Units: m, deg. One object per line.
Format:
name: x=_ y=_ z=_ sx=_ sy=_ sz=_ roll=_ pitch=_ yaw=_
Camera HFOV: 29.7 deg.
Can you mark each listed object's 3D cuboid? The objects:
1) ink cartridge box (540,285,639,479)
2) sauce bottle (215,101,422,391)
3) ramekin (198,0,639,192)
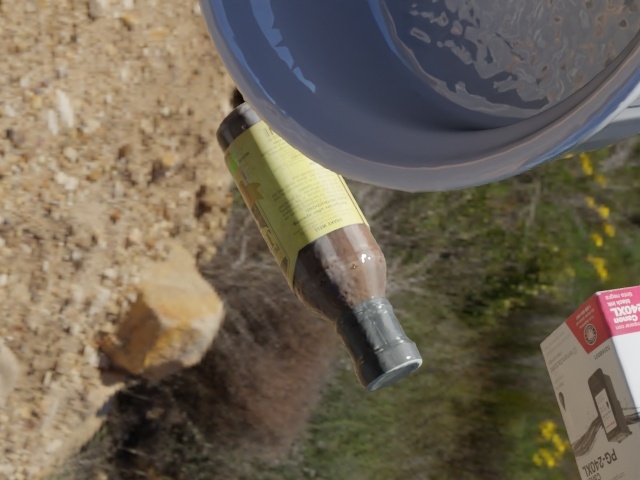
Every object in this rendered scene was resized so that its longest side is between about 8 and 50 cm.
ink cartridge box: x=0.221 y=0.120 z=0.846 sx=0.063 sy=0.109 sz=0.150 roll=-7 pitch=67 yaw=-16
sauce bottle: x=0.000 y=0.000 z=1.318 sx=0.111 sy=0.111 sz=0.344 roll=-3 pitch=59 yaw=-49
ramekin: x=0.081 y=-0.162 z=0.568 sx=0.135 sy=0.277 sz=0.277 roll=-4 pitch=98 yaw=-53
